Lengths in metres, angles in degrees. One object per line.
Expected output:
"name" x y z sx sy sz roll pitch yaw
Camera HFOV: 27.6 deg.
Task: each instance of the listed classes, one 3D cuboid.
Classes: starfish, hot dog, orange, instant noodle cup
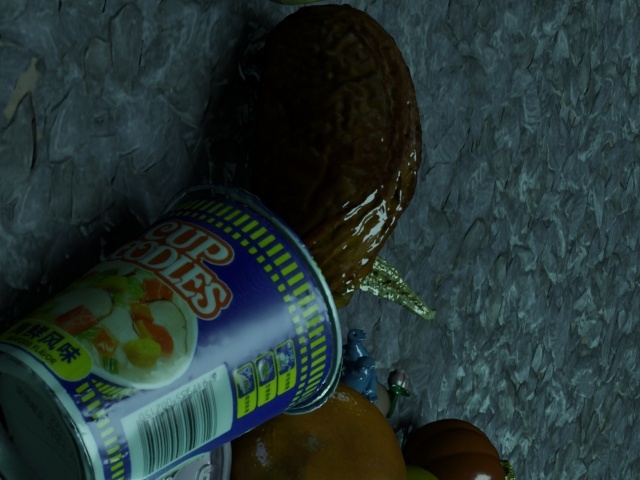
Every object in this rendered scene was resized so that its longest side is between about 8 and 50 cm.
"starfish" -0.003 0.000 1.702 0.358 0.078 0.347 -6 91 -38
"hot dog" 0.009 -0.088 1.516 0.267 0.174 0.387 130 -33 -61
"orange" -0.010 0.291 1.640 0.240 0.240 0.171 -53 172 -36
"instant noodle cup" -0.179 0.128 1.322 0.312 0.284 0.284 -32 126 -41

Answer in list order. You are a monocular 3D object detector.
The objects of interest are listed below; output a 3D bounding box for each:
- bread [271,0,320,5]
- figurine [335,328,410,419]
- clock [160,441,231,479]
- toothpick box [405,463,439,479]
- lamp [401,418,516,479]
"bread" 0.006 -0.414 1.441 0.320 0.237 0.320 -24 120 -49
"figurine" 0.057 0.205 1.781 0.178 0.145 0.114 105 -10 -46
"clock" -0.187 0.276 1.512 0.197 0.068 0.196 -26 121 -53
"toothpick box" 0.061 0.412 1.854 0.271 0.175 0.175 8 92 -55
"lamp" 0.204 0.390 2.045 0.197 0.223 0.223 -5 110 -11
